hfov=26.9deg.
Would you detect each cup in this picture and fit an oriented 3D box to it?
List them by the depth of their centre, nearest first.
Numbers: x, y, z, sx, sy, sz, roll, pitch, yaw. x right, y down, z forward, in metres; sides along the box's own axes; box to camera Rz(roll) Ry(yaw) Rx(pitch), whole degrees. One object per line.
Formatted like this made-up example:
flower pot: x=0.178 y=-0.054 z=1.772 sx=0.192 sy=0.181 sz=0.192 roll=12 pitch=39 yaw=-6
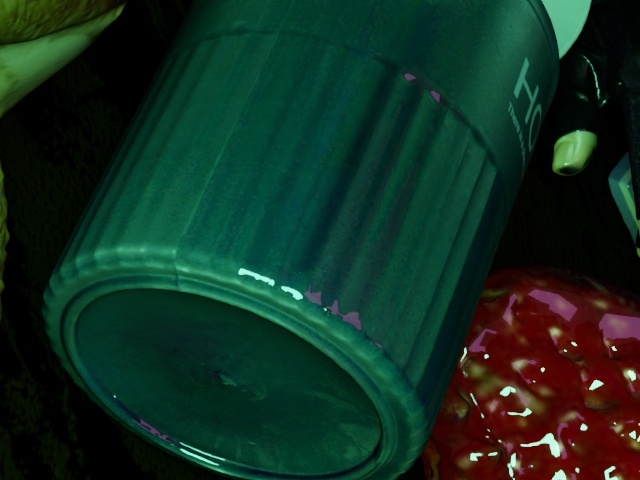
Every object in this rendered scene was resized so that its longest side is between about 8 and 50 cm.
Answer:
cup: x=-0.016 y=-0.009 z=0.829 sx=0.242 sy=0.308 sz=0.292 roll=26 pitch=53 yaw=-4

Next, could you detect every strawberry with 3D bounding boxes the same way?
strawberry: x=0.199 y=0.178 z=0.985 sx=0.345 sy=0.295 sz=0.317 roll=44 pitch=79 yaw=-3

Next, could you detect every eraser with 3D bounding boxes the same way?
eraser: x=0.369 y=0.013 z=1.395 sx=0.082 sy=0.036 sz=0.225 roll=-43 pitch=111 yaw=-48

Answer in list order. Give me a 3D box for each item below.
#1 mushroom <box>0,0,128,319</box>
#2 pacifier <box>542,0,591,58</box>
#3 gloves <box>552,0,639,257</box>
mushroom: x=-0.185 y=-0.090 z=0.608 sx=0.254 sy=0.267 sz=0.267 roll=39 pitch=51 yaw=-35
pacifier: x=0.077 y=-0.277 z=0.927 sx=0.343 sy=0.269 sz=0.288 roll=34 pitch=59 yaw=-11
gloves: x=0.314 y=-0.126 z=1.290 sx=0.197 sy=0.152 sz=0.301 roll=2 pitch=79 yaw=-5
